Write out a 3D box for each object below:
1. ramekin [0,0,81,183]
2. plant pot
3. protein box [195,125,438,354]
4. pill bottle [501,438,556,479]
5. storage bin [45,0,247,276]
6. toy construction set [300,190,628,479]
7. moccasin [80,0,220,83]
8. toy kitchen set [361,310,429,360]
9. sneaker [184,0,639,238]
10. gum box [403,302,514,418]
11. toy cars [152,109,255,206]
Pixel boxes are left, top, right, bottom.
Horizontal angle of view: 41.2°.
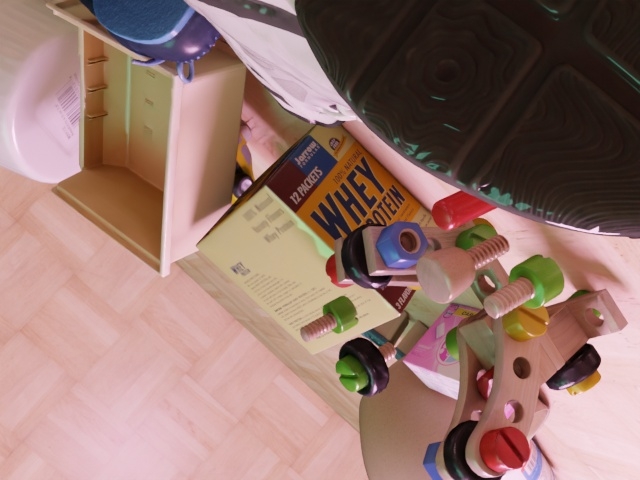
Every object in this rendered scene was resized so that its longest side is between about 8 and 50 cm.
[{"bbox_3d":[-0.410,-0.221,1.280,0.135,0.277,0.277,26,160,24],"label":"ramekin"},{"bbox_3d":[0.166,0.274,1.257,0.191,0.284,0.284,48,169,25],"label":"plant pot"},{"bbox_3d":[0.000,0.000,1.000,0.201,0.136,0.200,44,145,-9],"label":"protein box"},{"bbox_3d":[0.332,0.405,1.464,0.124,0.124,0.221,25,157,48],"label":"pill bottle"},{"bbox_3d":[-0.226,-0.142,1.059,0.260,0.123,0.262,32,129,30],"label":"storage bin"},{"bbox_3d":[0.164,0.042,0.762,0.257,0.237,0.309,50,148,26],"label":"toy construction set"},{"bbox_3d":[-0.157,-0.249,0.860,0.117,0.138,0.342,40,-174,-39],"label":"moccasin"},{"bbox_3d":[0.081,0.171,1.434,0.207,0.122,0.166,35,164,23],"label":"toy kitchen set"},{"bbox_3d":[0.065,-0.136,0.571,0.447,0.169,0.257,37,-178,24],"label":"sneaker"},{"bbox_3d":[0.197,0.149,1.094,0.062,0.107,0.188,47,165,-20],"label":"gum box"},{"bbox_3d":[-0.059,-0.065,1.180,0.394,0.087,0.176,37,150,0],"label":"toy cars"}]
